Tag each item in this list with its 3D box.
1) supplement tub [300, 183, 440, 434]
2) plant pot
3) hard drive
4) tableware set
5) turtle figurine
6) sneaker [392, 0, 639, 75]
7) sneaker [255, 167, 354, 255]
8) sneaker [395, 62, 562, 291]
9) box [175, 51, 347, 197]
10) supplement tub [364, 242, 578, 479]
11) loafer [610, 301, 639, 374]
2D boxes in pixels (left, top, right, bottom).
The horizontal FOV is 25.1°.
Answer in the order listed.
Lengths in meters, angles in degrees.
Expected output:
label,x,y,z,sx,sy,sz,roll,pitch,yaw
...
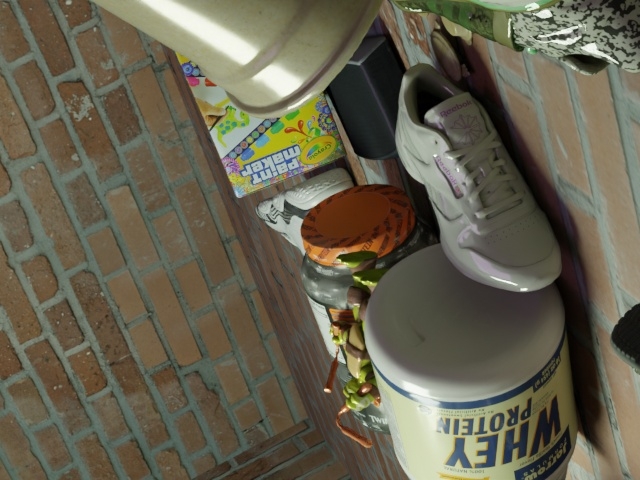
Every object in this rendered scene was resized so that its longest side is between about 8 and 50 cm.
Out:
label,x,y,z,sx,sy,sz,roll,pitch,yaw
supplement tub,0.097,0.100,2.093,0.207,0.207,0.338,46,159,57
plant pot,-0.132,-0.331,1.467,0.305,0.333,0.334,20,-165,-31
hard drive,0.069,-0.187,1.956,0.172,0.054,0.255,65,169,-8
tableware set,0.126,-0.260,1.607,0.168,0.020,0.141,60,171,14
turtle figurine,0.061,0.136,1.874,0.269,0.087,0.217,-104,17,-68
sneaker,0.171,-0.209,1.246,0.182,0.158,0.410,48,179,-18
sneaker,0.000,0.000,2.496,0.210,0.137,0.366,67,166,-2
sneaker,0.165,-0.071,1.612,0.305,0.114,0.152,57,169,31
box,-0.106,-0.260,2.126,0.290,0.177,0.279,-109,-2,-66
supplement tub,0.192,0.183,1.763,0.235,0.235,0.324,53,165,44
loafer,0.357,0.135,1.313,0.087,0.094,0.251,41,-171,-26
